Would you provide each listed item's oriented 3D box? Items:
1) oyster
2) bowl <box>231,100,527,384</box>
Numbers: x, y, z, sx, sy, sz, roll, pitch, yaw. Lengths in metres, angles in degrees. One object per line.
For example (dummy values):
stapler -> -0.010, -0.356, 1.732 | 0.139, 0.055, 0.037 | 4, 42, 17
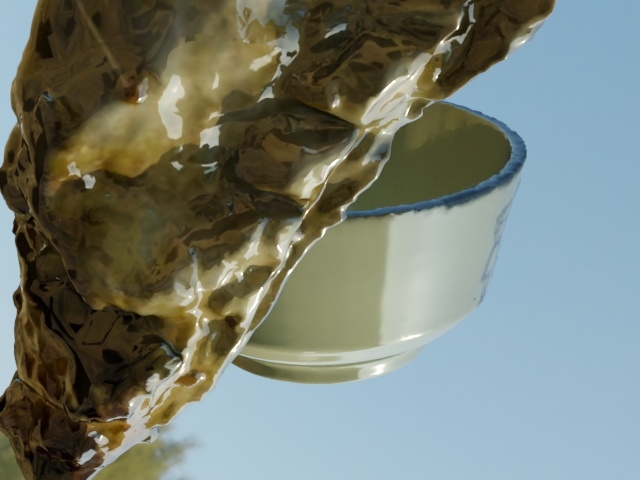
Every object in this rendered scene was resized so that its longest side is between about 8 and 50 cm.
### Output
oyster -> -0.022, -0.048, 0.394 | 0.128, 0.078, 0.345 | 37, -65, 12
bowl -> 0.000, 0.000, 0.714 | 0.211, 0.211, 0.112 | 28, -54, 52
